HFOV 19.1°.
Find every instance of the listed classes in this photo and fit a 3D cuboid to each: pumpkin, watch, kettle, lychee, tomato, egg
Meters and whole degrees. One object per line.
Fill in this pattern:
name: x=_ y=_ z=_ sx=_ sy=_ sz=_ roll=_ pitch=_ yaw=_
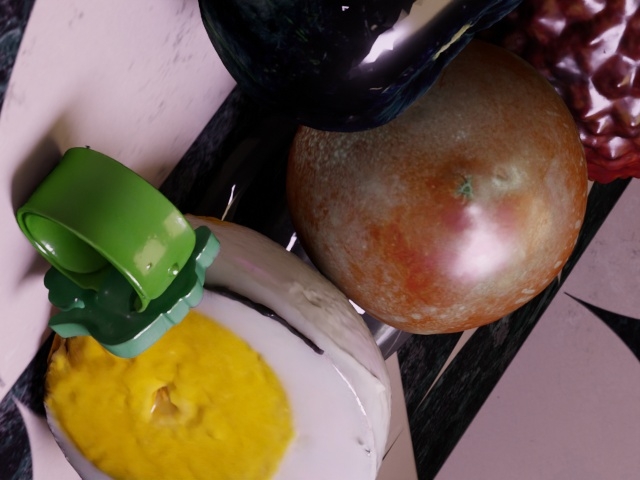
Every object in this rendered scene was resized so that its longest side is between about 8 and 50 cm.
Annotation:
pumpkin: x=0.040 y=-0.241 z=1.509 sx=0.315 sy=0.238 sz=0.315 roll=-40 pitch=169 yaw=-9
watch: x=-0.177 y=0.001 z=1.491 sx=0.131 sy=0.165 sz=0.152 roll=-53 pitch=138 yaw=-17
kettle: x=0.000 y=0.000 z=1.887 sx=0.321 sy=0.228 sz=0.324 roll=29 pitch=95 yaw=-47
lychee: x=0.334 y=-0.291 z=1.917 sx=0.500 sy=0.424 sz=0.424 roll=-50 pitch=165 yaw=9
tomato: x=0.107 y=-0.047 z=1.690 sx=0.270 sy=0.270 sz=0.222 roll=-59 pitch=-167 yaw=0
egg: x=-0.071 y=0.110 z=1.693 sx=0.201 sy=0.337 sz=0.337 roll=-61 pitch=169 yaw=-45
